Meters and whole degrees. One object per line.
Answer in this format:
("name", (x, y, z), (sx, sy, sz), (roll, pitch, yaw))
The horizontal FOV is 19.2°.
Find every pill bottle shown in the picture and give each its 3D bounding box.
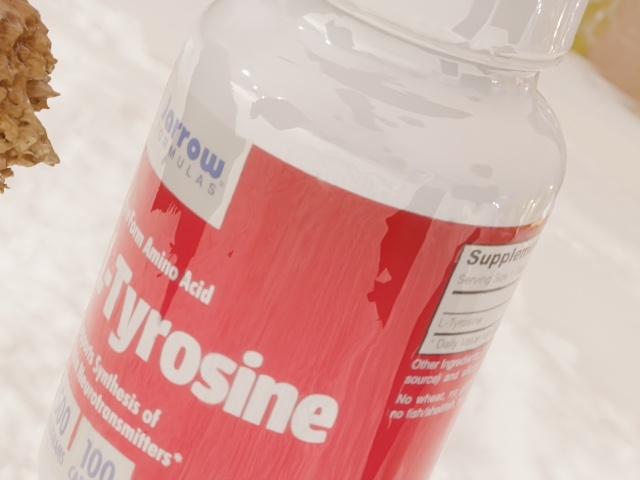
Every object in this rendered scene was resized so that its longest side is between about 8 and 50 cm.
("pill bottle", (0.000, 0.000, 1.090), (0.229, 0.408, 0.229), (19, 22, -8))

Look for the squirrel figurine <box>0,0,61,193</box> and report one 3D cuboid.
("squirrel figurine", (-0.345, -0.107, 0.996), (0.281, 0.397, 0.370), (78, 9, -52))
